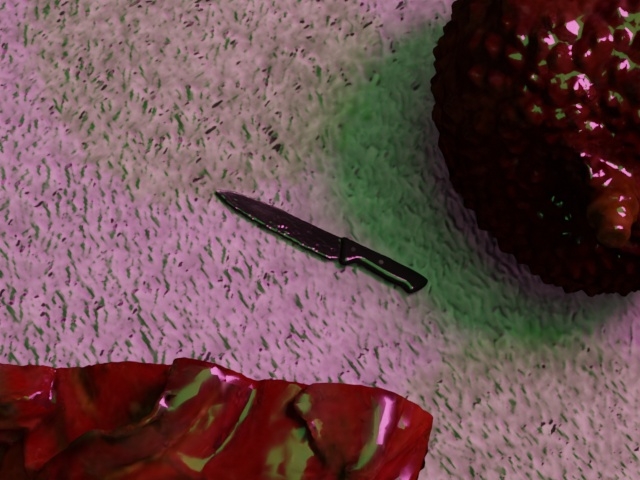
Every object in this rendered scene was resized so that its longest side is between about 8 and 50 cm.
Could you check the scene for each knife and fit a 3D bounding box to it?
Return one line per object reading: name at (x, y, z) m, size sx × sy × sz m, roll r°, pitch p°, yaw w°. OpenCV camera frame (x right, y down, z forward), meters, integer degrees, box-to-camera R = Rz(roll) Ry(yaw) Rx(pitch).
knife at (0.000, 0.000, 1.410) m, size 0.170 × 0.010 × 0.023 m, roll 25°, pitch 63°, yaw -2°

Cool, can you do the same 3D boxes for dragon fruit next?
dragon fruit at (-0.123, 0.199, 1.202) m, size 0.329 × 0.228 × 0.286 m, roll 25°, pitch 70°, yaw -6°

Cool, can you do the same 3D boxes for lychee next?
lychee at (0.214, -0.101, 1.356) m, size 0.276 × 0.275 × 0.304 m, roll 19°, pitch 38°, yaw -6°
